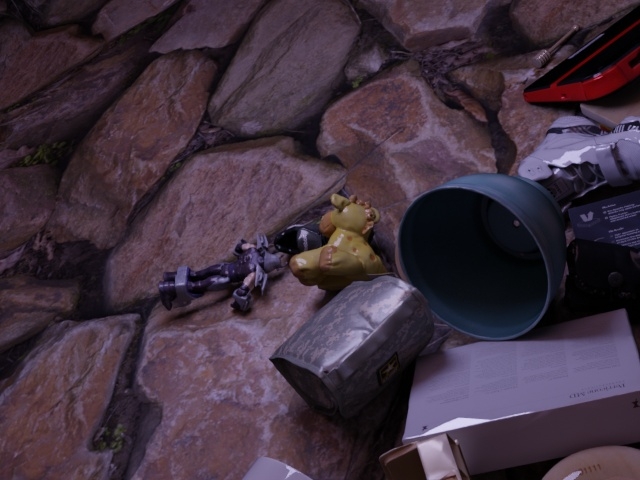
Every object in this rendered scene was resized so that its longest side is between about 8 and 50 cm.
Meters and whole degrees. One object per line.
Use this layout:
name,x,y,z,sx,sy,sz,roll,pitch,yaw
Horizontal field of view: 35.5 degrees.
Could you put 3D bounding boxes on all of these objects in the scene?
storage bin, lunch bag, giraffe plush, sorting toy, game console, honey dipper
storage bin,0.193,0.458,1.436,0.123,0.260,0.262,-19,40,4
lunch bag,0.065,0.189,1.783,0.235,0.169,0.287,-41,5,-15
giraffe plush,0.049,-0.002,2.032,0.210,0.181,0.170,-5,72,15
sorting toy,0.717,-0.271,2.041,0.257,0.089,0.255,-36,40,-10
game console,0.659,-0.417,2.169,0.386,0.060,0.342,-36,11,-10
honey dipper,0.566,-0.468,2.384,0.161,0.030,0.030,-42,41,-18

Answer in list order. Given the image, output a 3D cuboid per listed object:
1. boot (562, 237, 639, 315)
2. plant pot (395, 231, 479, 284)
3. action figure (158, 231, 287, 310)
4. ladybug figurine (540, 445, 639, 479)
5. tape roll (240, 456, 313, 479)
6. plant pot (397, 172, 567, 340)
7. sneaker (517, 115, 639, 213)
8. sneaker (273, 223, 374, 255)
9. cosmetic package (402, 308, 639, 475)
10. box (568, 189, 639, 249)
boot,0.529,0.019,1.706,0.207,0.246,0.094,10,14,9
plant pot,0.244,0.002,1.946,0.237,0.110,0.237,-11,65,24
action figure,-0.208,0.077,2.199,0.285,0.099,0.185,-13,35,12
ladybug figurine,0.432,0.488,1.340,0.305,0.162,0.449,-18,40,10
tape roll,-0.052,0.480,1.562,0.246,0.246,0.169,16,56,40
plant pot,0.312,0.001,1.759,0.293,0.293,0.196,11,33,37
sneaker,0.527,-0.130,1.941,0.210,0.137,0.366,-44,26,-14
sneaker,0.000,0.000,2.144,0.234,0.078,0.106,-5,8,31
cosmetic package,0.334,0.249,1.625,0.377,0.097,0.284,-15,15,16
box,0.553,0.003,1.840,0.156,0.093,0.158,-15,42,15
